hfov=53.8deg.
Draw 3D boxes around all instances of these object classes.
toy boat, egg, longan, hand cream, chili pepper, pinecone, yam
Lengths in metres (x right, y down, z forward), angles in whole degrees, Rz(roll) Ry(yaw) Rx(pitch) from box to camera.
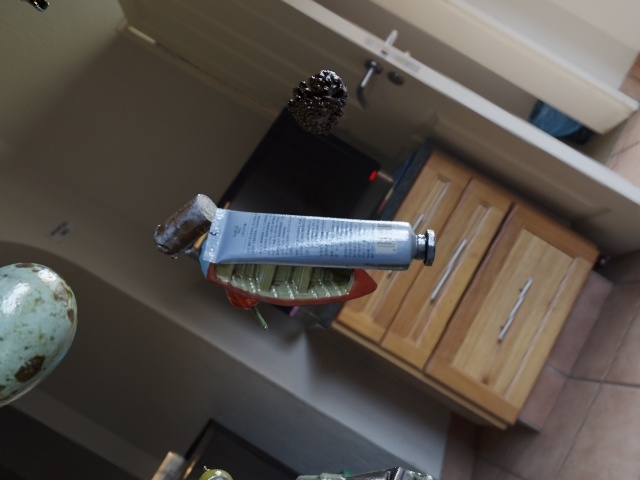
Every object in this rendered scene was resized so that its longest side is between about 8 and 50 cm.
[{"bbox_3d":[-0.051,0.056,1.200,0.079,0.392,0.136,18,94,49],"label":"toy boat"},{"bbox_3d":[-0.470,0.144,0.960,0.169,0.169,0.231,119,172,-66],"label":"egg"},{"bbox_3d":[-0.186,0.428,1.098,0.075,0.083,0.075,-27,-33,-19],"label":"longan"},{"bbox_3d":[0.000,0.000,0.759,0.058,0.271,0.091,91,-177,-48],"label":"hand cream"},{"bbox_3d":[-0.182,0.069,1.512,0.092,0.137,0.368,-34,-35,-31],"label":"chili pepper"},{"bbox_3d":[-0.001,-0.183,0.833,0.083,0.077,0.077,-63,2,-34],"label":"pinecone"},{"bbox_3d":[-0.279,-0.027,1.307,0.141,0.079,0.079,-36,6,17],"label":"yam"}]

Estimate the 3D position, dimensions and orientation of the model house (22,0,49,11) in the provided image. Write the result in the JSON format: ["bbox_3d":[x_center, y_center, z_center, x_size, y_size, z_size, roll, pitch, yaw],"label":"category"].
[{"bbox_3d":[-0.692,-0.668,1.413,0.224,0.215,0.198,-48,-5,9],"label":"model house"}]

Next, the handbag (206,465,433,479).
[{"bbox_3d":[-0.035,0.327,0.557,0.109,0.316,0.253,-34,-65,-75],"label":"handbag"}]
